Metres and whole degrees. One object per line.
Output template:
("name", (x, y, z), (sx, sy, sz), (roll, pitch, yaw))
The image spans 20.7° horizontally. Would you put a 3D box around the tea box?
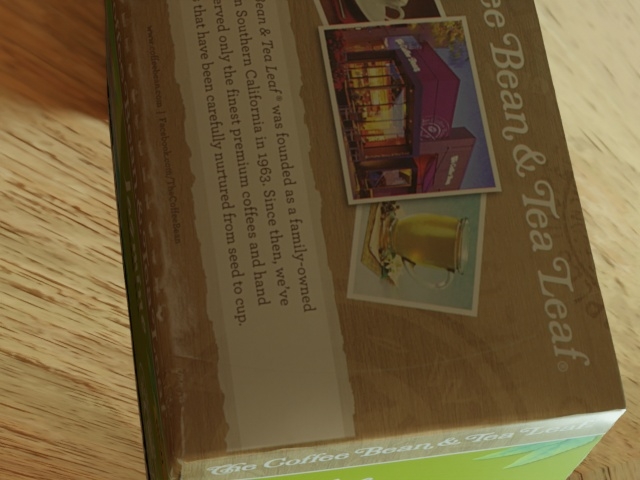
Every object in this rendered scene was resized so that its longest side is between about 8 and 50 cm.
("tea box", (0.000, 0.000, 0.986), (0.220, 0.329, 0.323), (-6, 157, -9))
